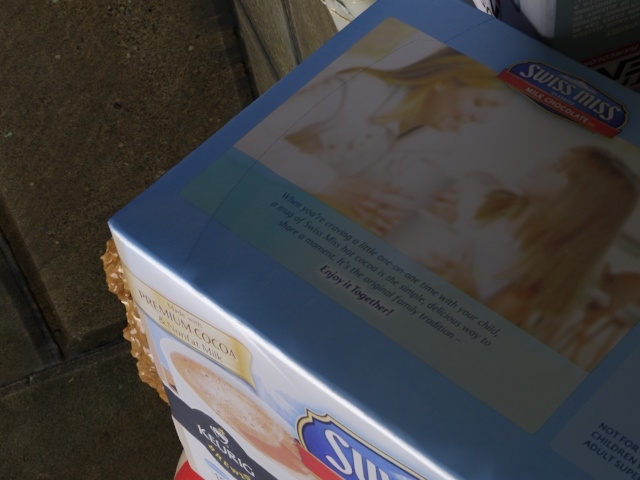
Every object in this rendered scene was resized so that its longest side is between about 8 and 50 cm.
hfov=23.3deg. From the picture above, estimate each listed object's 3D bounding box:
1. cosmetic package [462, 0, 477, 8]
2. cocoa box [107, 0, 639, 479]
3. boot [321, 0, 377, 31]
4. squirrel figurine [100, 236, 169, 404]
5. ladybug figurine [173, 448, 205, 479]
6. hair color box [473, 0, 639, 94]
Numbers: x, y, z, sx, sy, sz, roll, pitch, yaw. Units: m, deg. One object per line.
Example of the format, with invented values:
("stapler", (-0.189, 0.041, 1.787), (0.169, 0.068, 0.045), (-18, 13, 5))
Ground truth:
("cosmetic package", (0.103, -0.201, 0.991), (0.107, 0.127, 0.238), (84, 163, -66))
("cocoa box", (0.106, 0.071, 0.773), (0.347, 0.231, 0.228), (34, 153, 31))
("boot", (0.043, -0.240, 1.701), (0.213, 0.077, 0.165), (-123, 12, -61))
("squirrel figurine", (0.000, 0.000, 1.418), (0.281, 0.397, 0.370), (103, 171, -52))
("ladybug figurine", (-0.004, 0.280, 1.283), (0.305, 0.162, 0.449), (28, 144, 11))
("hair color box", (0.120, -0.242, 0.737), (0.374, 0.114, 0.185), (80, 168, -59))
